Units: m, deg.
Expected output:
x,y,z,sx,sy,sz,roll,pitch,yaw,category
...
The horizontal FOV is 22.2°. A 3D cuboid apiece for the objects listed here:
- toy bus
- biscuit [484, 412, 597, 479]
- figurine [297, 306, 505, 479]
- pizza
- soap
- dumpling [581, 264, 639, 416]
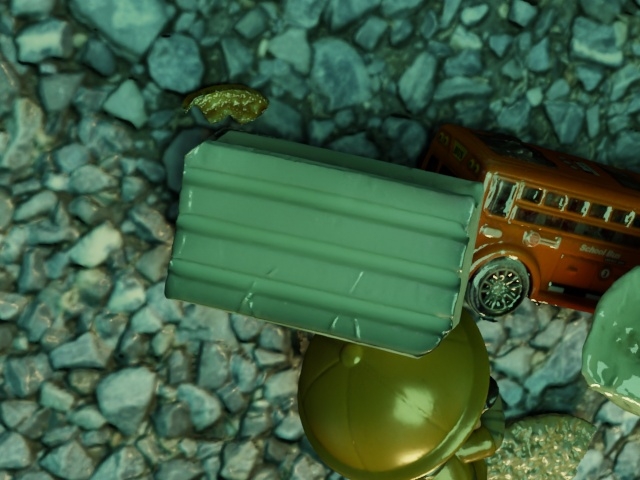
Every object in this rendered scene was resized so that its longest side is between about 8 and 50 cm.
x,y,z,sx,sy,sz,roll,pitch,yaw,category
0.246,-0.001,1.523,0.329,0.143,0.153,14,107,-24,toy bus
0.171,0.273,1.672,0.133,0.032,0.250,24,103,-26,biscuit
0.082,0.166,1.513,0.192,0.167,0.257,-16,122,16,figurine
-0.082,-0.119,1.422,0.083,0.016,0.037,-2,111,-24,pizza
0.000,0.000,1.390,0.261,0.094,0.150,13,103,12,soap
0.303,0.090,1.457,0.219,0.108,0.153,11,68,-41,dumpling
